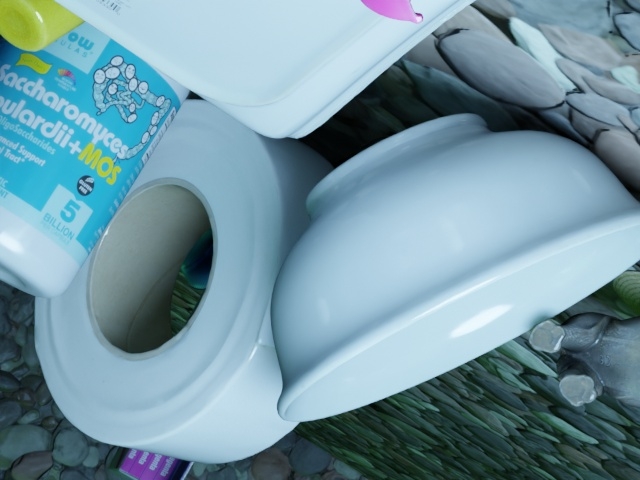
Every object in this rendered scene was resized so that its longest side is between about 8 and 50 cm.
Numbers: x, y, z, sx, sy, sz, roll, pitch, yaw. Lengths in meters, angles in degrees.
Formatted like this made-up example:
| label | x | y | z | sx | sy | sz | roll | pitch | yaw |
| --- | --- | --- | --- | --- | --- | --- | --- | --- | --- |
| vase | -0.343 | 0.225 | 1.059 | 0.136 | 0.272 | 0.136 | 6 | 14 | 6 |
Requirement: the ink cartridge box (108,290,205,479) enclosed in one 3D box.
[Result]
| label | x | y | z | sx | sy | sz | roll | pitch | yaw |
| --- | --- | --- | --- | --- | --- | --- | --- | --- | --- |
| ink cartridge box | -0.134 | 0.135 | 1.845 | 0.071 | 0.324 | 0.330 | 30 | 167 | -5 |

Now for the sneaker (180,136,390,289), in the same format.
| label | x | y | z | sx | sy | sz | roll | pitch | yaw |
| --- | --- | --- | --- | --- | --- | --- | --- | --- | --- |
| sneaker | 0.000 | 0.000 | 1.373 | 0.341 | 0.139 | 0.125 | -5 | 119 | 58 |

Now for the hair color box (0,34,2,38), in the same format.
| label | x | y | z | sx | sy | sz | roll | pitch | yaw |
| --- | --- | --- | --- | --- | --- | --- | --- | --- | --- |
| hair color box | -0.365 | -0.184 | 1.633 | 0.185 | 0.113 | 0.374 | 26 | 167 | 17 |

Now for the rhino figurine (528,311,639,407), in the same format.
| label | x | y | z | sx | sy | sz | roll | pitch | yaw |
| --- | --- | --- | --- | --- | --- | --- | --- | --- | --- |
| rhino figurine | 0.286 | 0.098 | 1.220 | 0.243 | 0.073 | 0.106 | 7 | -177 | 18 |

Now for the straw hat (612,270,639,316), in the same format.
| label | x | y | z | sx | sy | sz | roll | pitch | yaw |
| --- | --- | --- | --- | --- | --- | --- | --- | --- | --- |
| straw hat | 0.286 | 0.086 | 1.316 | 0.144 | 0.061 | 0.144 | 28 | 167 | 7 |

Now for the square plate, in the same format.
| label | x | y | z | sx | sy | sz | roll | pitch | yaw |
| --- | --- | --- | --- | --- | --- | --- | --- | --- | --- |
| square plate | -0.078 | -0.194 | 0.867 | 0.347 | 0.049 | 0.344 | 33 | 148 | -16 |

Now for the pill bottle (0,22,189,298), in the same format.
| label | x | y | z | sx | sy | sz | roll | pitch | yaw |
| --- | --- | --- | --- | --- | --- | --- | --- | --- | --- |
| pill bottle | -0.196 | -0.099 | 1.236 | 0.146 | 0.264 | 0.146 | 28 | 167 | 7 |

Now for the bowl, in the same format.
| label | x | y | z | sx | sy | sz | roll | pitch | yaw |
| --- | --- | --- | --- | --- | --- | --- | --- | --- | --- |
| bowl | 0.080 | 0.004 | 1.119 | 0.298 | 0.298 | 0.134 | 87 | 157 | -75 |

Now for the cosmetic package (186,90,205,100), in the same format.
| label | x | y | z | sx | sy | sz | roll | pitch | yaw |
| --- | --- | --- | --- | --- | --- | --- | --- | --- | --- |
| cosmetic package | -0.176 | -0.093 | 1.556 | 0.160 | 0.113 | 0.309 | 28 | 168 | 13 |

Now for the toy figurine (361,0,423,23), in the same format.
| label | x | y | z | sx | sy | sz | roll | pitch | yaw |
| --- | --- | --- | --- | --- | --- | --- | --- | --- | --- |
| toy figurine | 0.069 | -0.159 | 0.653 | 0.173 | 0.159 | 0.130 | 21 | 164 | 33 |

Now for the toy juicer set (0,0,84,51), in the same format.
| label | x | y | z | sx | sy | sz | roll | pitch | yaw |
| --- | --- | --- | --- | --- | --- | --- | --- | --- | --- |
| toy juicer set | -0.120 | -0.232 | 1.019 | 0.329 | 0.089 | 0.209 | 1 | 130 | 41 |

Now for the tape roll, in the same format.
| label | x | y | z | sx | sy | sz | roll | pitch | yaw |
| --- | --- | --- | --- | --- | --- | --- | --- | --- | --- |
| tape roll | -0.103 | 0.034 | 1.293 | 0.286 | 0.286 | 0.100 | 18 | 177 | 44 |
